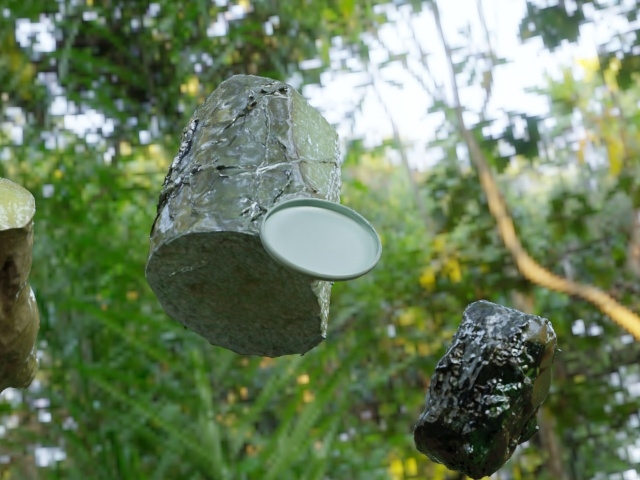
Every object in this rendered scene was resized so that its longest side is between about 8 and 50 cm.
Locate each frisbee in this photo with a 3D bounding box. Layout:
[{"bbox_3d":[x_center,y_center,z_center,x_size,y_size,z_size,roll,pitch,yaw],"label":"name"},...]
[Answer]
[{"bbox_3d":[0.000,0.000,1.370,0.110,0.110,0.014,2,-51,-18],"label":"frisbee"}]

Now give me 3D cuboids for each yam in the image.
[{"bbox_3d":[-0.072,-0.034,1.616,0.201,0.271,0.202,6,-45,10],"label":"yam"}]

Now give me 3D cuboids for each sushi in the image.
[{"bbox_3d":[0.214,0.190,1.969,0.127,0.225,0.124,19,-16,30],"label":"sushi"}]

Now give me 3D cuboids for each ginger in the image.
[{"bbox_3d":[-0.324,0.053,1.464,0.116,0.109,0.263,22,-46,11],"label":"ginger"}]
